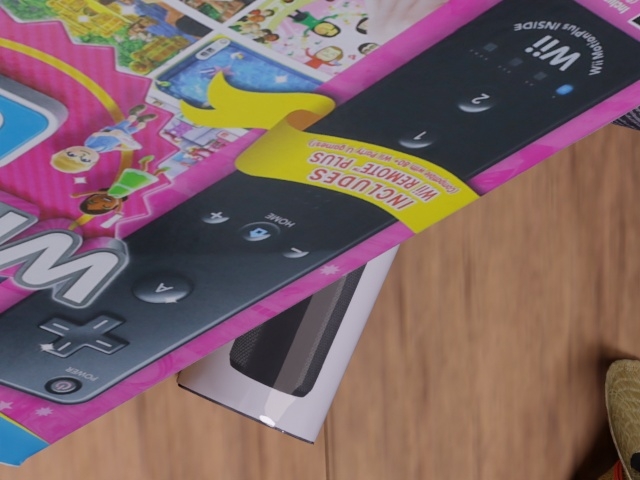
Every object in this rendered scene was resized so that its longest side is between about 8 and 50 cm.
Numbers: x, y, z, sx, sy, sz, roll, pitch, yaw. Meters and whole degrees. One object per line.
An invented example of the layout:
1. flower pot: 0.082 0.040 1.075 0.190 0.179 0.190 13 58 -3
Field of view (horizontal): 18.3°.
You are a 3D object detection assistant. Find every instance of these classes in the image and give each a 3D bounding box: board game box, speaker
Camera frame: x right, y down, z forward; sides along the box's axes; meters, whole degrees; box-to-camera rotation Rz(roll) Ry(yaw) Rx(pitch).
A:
1. board game box: -0.062 -0.065 0.481 0.224 0.303 0.097 24 48 -41
2. speaker: 0.000 0.000 0.710 0.055 0.055 0.136 28 84 -42

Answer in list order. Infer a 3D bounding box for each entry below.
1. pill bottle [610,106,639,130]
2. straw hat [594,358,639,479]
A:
1. pill bottle: 0.203 -0.086 0.729 0.130 0.245 0.130 -13 111 -38
2. straw hat: 0.144 0.127 0.861 0.061 0.144 0.144 -35 137 25
